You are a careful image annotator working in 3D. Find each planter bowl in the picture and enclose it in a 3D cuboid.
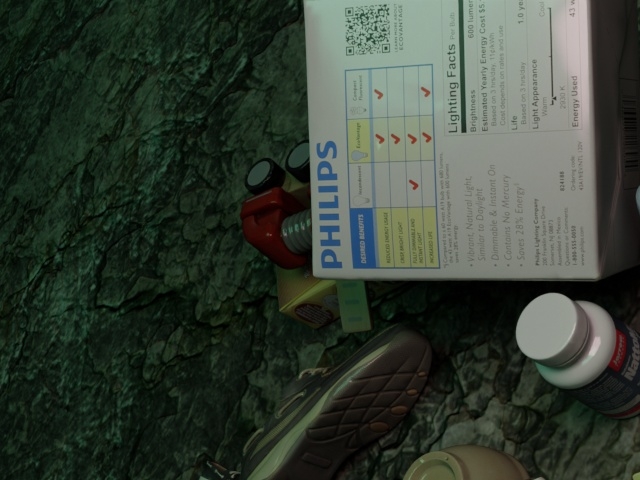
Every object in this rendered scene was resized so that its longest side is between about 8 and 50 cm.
[{"bbox_3d":[0.166,0.320,1.669,0.162,0.109,0.162,-24,52,35],"label":"planter bowl"}]

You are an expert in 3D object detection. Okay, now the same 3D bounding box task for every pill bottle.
[{"bbox_3d":[0.311,0.131,1.581,0.108,0.180,0.108,-24,52,34],"label":"pill bottle"}]

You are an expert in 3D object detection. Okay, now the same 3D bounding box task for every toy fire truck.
[{"bbox_3d":[0.000,0.000,1.890,0.217,0.158,0.246,-20,44,35],"label":"toy fire truck"}]

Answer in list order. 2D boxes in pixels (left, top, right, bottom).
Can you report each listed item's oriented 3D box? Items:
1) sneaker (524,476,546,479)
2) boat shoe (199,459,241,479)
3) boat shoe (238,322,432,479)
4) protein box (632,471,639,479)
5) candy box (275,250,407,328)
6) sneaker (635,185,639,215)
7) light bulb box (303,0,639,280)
[{"bbox_3d":[0.193,0.431,1.549,0.147,0.130,0.330,46,119,29],"label":"sneaker"},{"bbox_3d":[-0.134,0.352,2.005,0.125,0.046,0.038,6,76,56],"label":"boat shoe"},{"bbox_3d":[0.002,0.231,1.874,0.355,0.132,0.130,-46,42,14],"label":"boat shoe"},{"bbox_3d":[0.450,0.290,1.328,0.200,0.136,0.201,-27,73,32],"label":"protein box"},{"bbox_3d":[0.076,-0.019,1.984,0.316,0.088,0.182,-28,49,30],"label":"candy box"},{"bbox_3d":[0.507,-0.012,1.494,0.366,0.150,0.135,2,69,46],"label":"sneaker"},{"bbox_3d":[0.191,-0.133,1.669,0.361,0.225,0.357,0,93,27],"label":"light bulb box"}]
